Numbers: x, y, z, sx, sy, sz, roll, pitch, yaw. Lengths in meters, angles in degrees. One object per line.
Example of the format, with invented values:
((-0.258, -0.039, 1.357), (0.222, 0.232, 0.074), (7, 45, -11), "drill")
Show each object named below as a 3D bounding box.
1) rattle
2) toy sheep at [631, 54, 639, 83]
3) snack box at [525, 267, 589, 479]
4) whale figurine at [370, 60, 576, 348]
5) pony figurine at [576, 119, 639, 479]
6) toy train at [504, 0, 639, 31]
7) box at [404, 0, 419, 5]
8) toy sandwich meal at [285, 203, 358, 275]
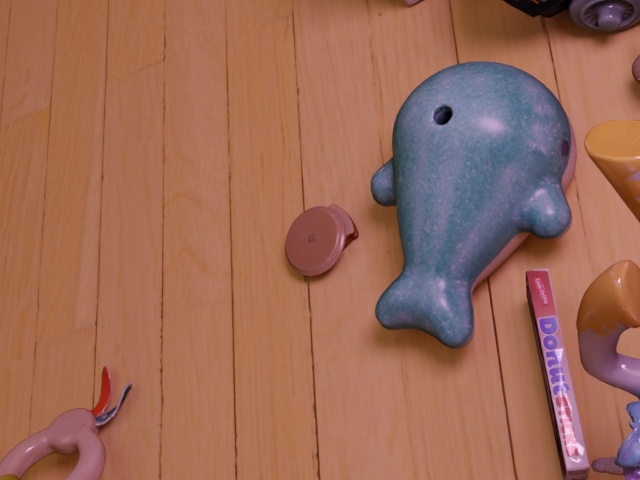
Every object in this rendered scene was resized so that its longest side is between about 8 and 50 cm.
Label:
((-0.266, 0.261, 1.164), (0.130, 0.143, 0.200), (-17, 25, 34), "rattle")
((0.338, -0.169, 0.917), (0.132, 0.091, 0.091), (-21, 58, 45), "toy sheep")
((0.204, 0.117, 0.892), (0.022, 0.064, 0.178), (-10, 63, 8), "snack box")
((0.126, -0.042, 0.964), (0.216, 0.141, 0.272), (16, 78, 36), "whale figurine")
((0.331, 0.107, 0.662), (0.351, 0.363, 0.303), (9, 48, 31), "pony figurine")
((0.283, -0.300, 0.906), (0.334, 0.190, 0.142), (-22, 58, 51), "toy train")
((0.178, -0.430, 1.053), (0.345, 0.215, 0.168), (-23, 58, 23), "box")
((0.000, 0.000, 1.102), (0.085, 0.029, 0.086), (-12, 68, 32), "toy sandwich meal")
